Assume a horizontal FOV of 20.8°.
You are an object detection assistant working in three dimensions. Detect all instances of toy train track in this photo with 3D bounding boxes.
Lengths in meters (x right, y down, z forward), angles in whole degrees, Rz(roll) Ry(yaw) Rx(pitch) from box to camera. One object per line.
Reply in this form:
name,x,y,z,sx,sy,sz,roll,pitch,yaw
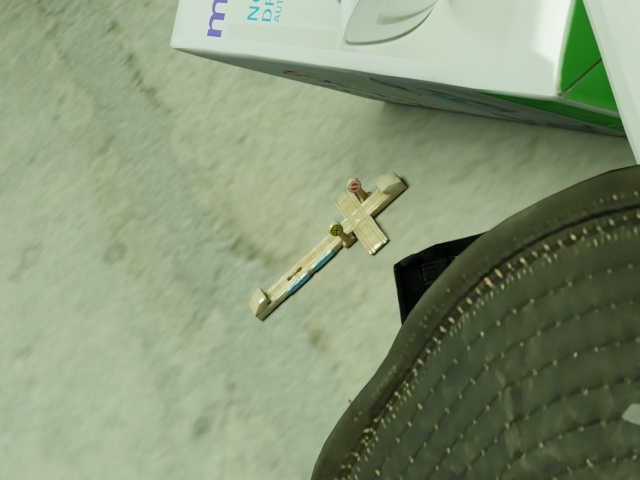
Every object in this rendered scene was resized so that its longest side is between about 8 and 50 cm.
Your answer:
toy train track,0.000,0.000,0.729,0.083,0.014,0.048,-43,34,6

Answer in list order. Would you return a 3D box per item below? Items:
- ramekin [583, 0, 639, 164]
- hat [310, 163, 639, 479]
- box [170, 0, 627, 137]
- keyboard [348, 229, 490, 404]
ramekin,0.185,-0.094,0.408,0.277,0.277,0.135,-13,91,40
hat,0.046,0.148,0.298,0.331,0.134,0.331,17,111,55
box,0.078,-0.177,0.647,0.231,0.127,0.262,16,95,52
keyboard,0.060,0.073,0.587,0.100,0.038,0.192,-13,41,7
